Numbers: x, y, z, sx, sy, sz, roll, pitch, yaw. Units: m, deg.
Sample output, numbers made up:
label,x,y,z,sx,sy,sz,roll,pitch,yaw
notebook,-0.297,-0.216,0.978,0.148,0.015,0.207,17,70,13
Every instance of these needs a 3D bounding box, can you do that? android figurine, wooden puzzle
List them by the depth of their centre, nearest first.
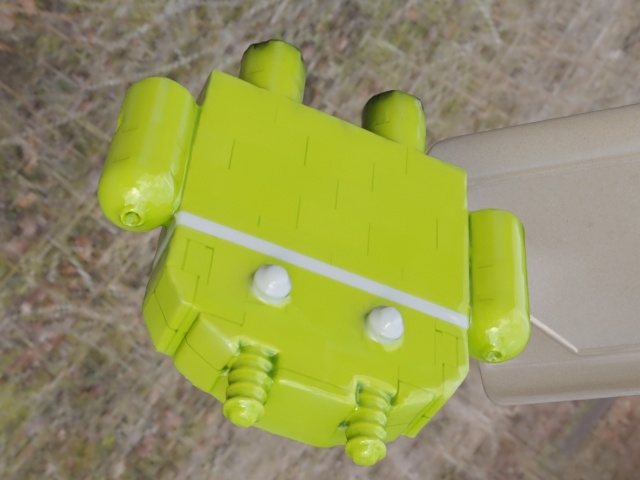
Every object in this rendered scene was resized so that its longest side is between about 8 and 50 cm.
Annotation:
label,x,y,z,sx,sy,sz,roll,pitch,yaw
android figurine,0.000,0.000,0.652,0.272,0.248,0.056,-82,-161,-46
wooden puzzle,0.217,0.014,0.992,0.044,0.221,0.238,-44,122,-62
